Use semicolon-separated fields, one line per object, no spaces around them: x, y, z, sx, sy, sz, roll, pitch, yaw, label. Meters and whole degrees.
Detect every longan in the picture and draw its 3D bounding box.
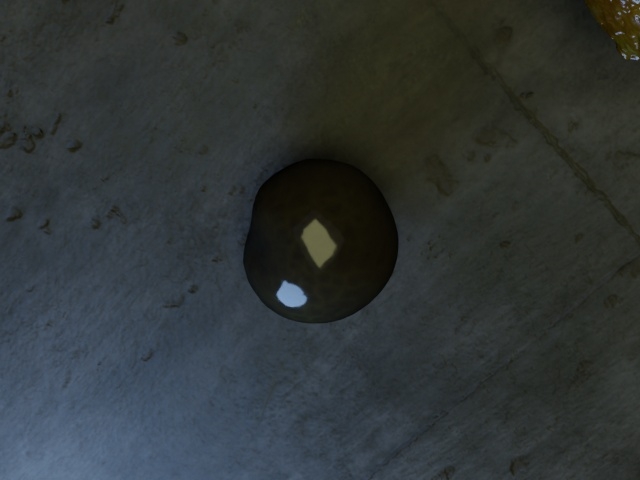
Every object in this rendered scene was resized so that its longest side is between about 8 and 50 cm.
0.000;0.000;1.415;0.198;0.198;0.212;-6;103;-1;longan

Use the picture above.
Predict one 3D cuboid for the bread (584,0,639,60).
0.461;-0.364;1.233;0.398;0.398;0.215;-44;99;10;bread
